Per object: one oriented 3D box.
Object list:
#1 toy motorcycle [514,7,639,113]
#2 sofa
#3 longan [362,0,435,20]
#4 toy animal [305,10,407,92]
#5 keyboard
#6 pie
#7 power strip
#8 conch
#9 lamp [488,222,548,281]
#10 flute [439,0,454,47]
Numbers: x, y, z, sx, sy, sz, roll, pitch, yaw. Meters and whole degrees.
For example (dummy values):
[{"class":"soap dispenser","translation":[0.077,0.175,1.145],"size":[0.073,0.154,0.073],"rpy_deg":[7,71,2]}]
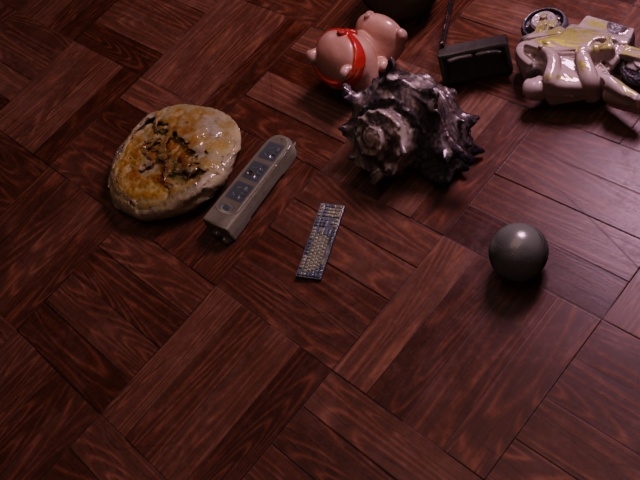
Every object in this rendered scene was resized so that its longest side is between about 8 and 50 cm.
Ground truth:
[{"class":"toy motorcycle","translation":[0.505,-0.347,1.572],"size":[0.223,0.108,0.341],"rpy_deg":[-46,52,-13]},{"class":"sofa","translation":[0.325,-0.370,1.670],"size":[0.147,0.085,0.060],"rpy_deg":[-8,37,16]},{"class":"longan","translation":[0.184,-0.600,1.830],"size":[0.212,0.198,0.198],"rpy_deg":[35,75,32]},{"class":"toy animal","translation":[0.082,-0.410,1.763],"size":[0.198,0.171,0.171],"rpy_deg":[-35,51,-14]},{"class":"keyboard","translation":[0.001,0.001,1.596],"size":[0.055,0.014,0.176],"rpy_deg":[7,61,22]},{"class":"pie","translation":[-0.338,-0.182,1.817],"size":[0.339,0.077,0.339],"rpy_deg":[-10,54,15]},{"class":"power strip","translation":[-0.144,-0.119,1.716],"size":[0.080,0.048,0.286],"rpy_deg":[25,68,32]},{"class":"conch","translation":[0.170,-0.215,1.583],"size":[0.313,0.186,0.240],"rpy_deg":[21,94,13]},{"class":"lamp","translation":[0.344,0.020,1.388],"size":[0.105,0.105,0.105],"rpy_deg":[-11,54,15]},{"class":"flute","translation":[0.282,-0.493,1.772],"size":[0.014,0.014,0.269],"rpy_deg":[-4,38,19]}]
